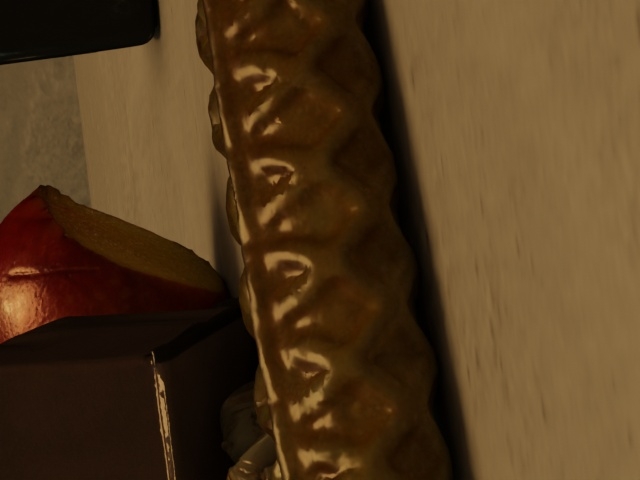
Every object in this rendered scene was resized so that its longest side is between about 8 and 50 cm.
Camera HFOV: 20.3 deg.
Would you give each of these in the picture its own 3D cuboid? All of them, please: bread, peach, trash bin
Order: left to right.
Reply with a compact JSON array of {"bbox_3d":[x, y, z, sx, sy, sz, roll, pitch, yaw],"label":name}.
[{"bbox_3d":[-0.309,-0.248,1.700,0.209,0.290,0.182,-136,40,-73],"label":"trash bin"},{"bbox_3d":[-0.163,0.048,1.373,0.190,0.190,0.192,-134,32,-74],"label":"peach"},{"bbox_3d":[-0.001,0.000,0.757,0.084,0.077,0.367,110,153,-71],"label":"bread"}]

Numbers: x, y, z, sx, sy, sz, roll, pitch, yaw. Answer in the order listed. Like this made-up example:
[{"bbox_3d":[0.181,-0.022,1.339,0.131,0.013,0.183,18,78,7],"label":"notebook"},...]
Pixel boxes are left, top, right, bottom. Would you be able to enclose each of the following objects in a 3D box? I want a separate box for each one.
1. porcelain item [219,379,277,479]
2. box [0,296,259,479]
[{"bbox_3d":[-0.027,0.151,1.066,0.213,0.054,0.084,-113,16,-60],"label":"porcelain item"},{"bbox_3d":[-0.125,0.179,1.183,0.188,0.153,0.252,-29,-65,-72],"label":"box"}]
